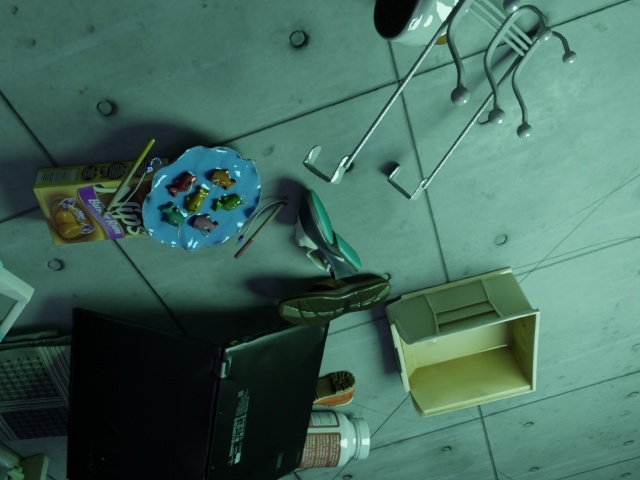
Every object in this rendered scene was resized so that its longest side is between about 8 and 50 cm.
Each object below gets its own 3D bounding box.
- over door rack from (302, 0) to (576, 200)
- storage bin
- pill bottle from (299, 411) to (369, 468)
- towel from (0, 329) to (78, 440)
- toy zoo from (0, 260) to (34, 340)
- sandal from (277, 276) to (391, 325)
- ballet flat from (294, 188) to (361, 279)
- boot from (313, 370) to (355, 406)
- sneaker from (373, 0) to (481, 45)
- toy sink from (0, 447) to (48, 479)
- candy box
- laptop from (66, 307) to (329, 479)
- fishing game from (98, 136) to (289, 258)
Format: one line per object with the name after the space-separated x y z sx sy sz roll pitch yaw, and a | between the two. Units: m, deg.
0.172 -0.162 0.822 0.324 0.108 0.239 -44 153 26 | over door rack
0.280 0.209 1.238 0.260 0.123 0.262 -15 134 2 | storage bin
-0.006 0.446 1.402 0.216 0.121 0.121 4 132 -14 | pill bottle
-0.549 0.281 1.198 0.312 0.056 0.324 -4 135 -4 | towel
-0.594 0.108 0.997 0.192 0.030 0.293 32 114 -23 | toy zoo
0.023 0.097 1.133 0.219 0.060 0.090 -14 141 -19 | sandal
0.000 0.000 1.026 0.074 0.074 0.203 -25 135 12 | ballet flat
-0.001 0.336 1.347 0.157 0.059 0.085 -9 138 -4 | boot
0.173 -0.360 0.721 0.123 0.106 0.290 -2 137 -37 | sneaker
-0.720 0.524 1.310 0.234 0.153 0.131 -20 133 8 | toy sink
-0.308 -0.057 0.920 0.186 0.053 0.109 -7 133 -7 | candy box
-0.227 0.297 1.188 0.407 0.236 0.382 -12 121 -45 | laptop
-0.166 -0.053 0.916 0.189 0.041 0.264 -48 138 15 | fishing game
